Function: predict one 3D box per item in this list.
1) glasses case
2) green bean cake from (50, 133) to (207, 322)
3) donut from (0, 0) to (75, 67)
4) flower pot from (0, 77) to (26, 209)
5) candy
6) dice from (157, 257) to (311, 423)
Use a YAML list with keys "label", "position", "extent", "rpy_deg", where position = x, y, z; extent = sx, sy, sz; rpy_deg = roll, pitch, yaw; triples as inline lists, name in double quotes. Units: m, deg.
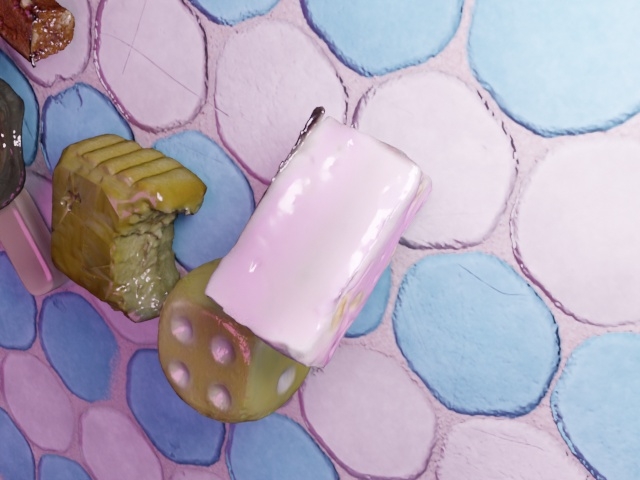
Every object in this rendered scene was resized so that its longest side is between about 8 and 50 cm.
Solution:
- label: "glasses case"
  position: [-0.508, 0.000, 1.535]
  extent: [0.083, 0.050, 0.196]
  rpy_deg: [-25, 92, 33]
- label: "green bean cake"
  position: [-0.290, -0.017, 1.319]
  extent: [0.233, 0.124, 0.236]
  rpy_deg: [27, 122, 26]
- label: "donut"
  position: [-0.415, -0.383, 1.286]
  extent: [0.141, 0.085, 0.217]
  rpy_deg: [34, 125, 22]
- label: "flower pot"
  position: [-0.631, -0.174, 1.430]
  extent: [0.302, 0.213, 0.302]
  rpy_deg: [1, 92, 34]
- label: "candy"
  position: [0.000, 0.000, 1.018]
  extent: [0.155, 0.116, 0.265]
  rpy_deg: [30, 84, 15]
- label: "dice"
  position: [-0.110, 0.132, 1.215]
  extent: [0.166, 0.169, 0.169]
  rpy_deg: [25, 121, 28]
